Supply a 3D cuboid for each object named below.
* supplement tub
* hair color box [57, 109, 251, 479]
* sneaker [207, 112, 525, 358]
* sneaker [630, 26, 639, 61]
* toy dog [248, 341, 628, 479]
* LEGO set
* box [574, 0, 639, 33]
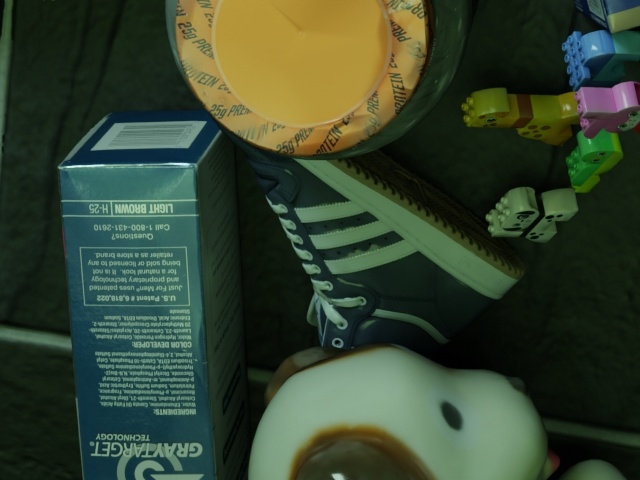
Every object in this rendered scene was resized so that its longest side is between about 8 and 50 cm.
[{"bbox_3d":[0.008,-0.166,1.264,0.193,0.316,0.193,2,106,6],"label":"supplement tub"},{"bbox_3d":[-0.118,0.089,1.431,0.105,0.174,0.347,-1,106,7],"label":"hair color box"},{"bbox_3d":[0.000,0.000,1.410,0.282,0.099,0.153,34,109,-20],"label":"sneaker"},{"bbox_3d":[0.274,-0.237,1.309,0.109,0.130,0.286,4,106,8],"label":"sneaker"},{"bbox_3d":[0.070,0.262,1.370,0.395,0.284,0.408,-8,113,5],"label":"toy dog"},{"bbox_3d":[0.158,-0.083,1.351,0.093,0.227,0.087,0,65,-20],"label":"LEGO set"},{"bbox_3d":[0.174,-0.261,1.308,0.036,0.136,0.225,-17,104,2],"label":"box"}]
